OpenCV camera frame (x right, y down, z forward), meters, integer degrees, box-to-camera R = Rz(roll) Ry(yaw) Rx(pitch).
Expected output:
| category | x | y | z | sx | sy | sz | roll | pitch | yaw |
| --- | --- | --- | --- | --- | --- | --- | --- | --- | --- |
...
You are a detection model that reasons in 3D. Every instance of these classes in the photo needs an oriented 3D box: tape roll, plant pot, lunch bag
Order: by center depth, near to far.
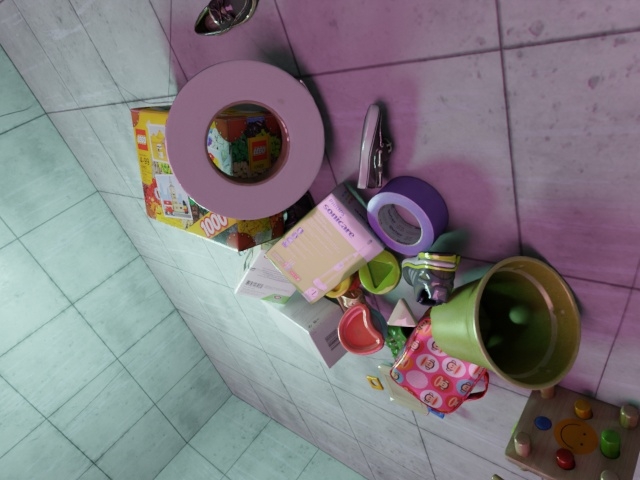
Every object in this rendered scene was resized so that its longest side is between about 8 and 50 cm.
| category | x | y | z | sx | sy | sz | roll | pitch | yaw |
| --- | --- | --- | --- | --- | --- | --- | --- | --- | --- |
| plant pot | 0.399 | 0.192 | 1.036 | 0.276 | 0.276 | 0.254 | 49 | 159 | -4 |
| tape roll | -0.181 | -0.244 | 1.093 | 0.392 | 0.392 | 0.072 | 64 | 174 | -26 |
| tape roll | 0.216 | -0.060 | 1.103 | 0.189 | 0.080 | 0.189 | 30 | 143 | 25 |
| lunch bag | 0.365 | 0.354 | 1.272 | 0.258 | 0.120 | 0.293 | 32 | 122 | 14 |

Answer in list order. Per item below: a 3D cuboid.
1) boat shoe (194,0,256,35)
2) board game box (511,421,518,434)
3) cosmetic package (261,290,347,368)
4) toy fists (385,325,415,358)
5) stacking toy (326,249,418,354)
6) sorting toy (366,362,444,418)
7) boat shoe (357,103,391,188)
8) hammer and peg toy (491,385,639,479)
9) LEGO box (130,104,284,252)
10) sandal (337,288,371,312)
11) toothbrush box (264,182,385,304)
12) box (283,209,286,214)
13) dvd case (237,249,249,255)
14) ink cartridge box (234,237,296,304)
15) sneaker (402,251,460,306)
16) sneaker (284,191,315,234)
| category | x | y | z | sx | sy | sz | roll | pitch | yaw |
| --- | --- | --- | --- | --- | --- | --- | --- | --- | --- |
| boat shoe | -0.239 | -0.557 | 1.084 | 0.223 | 0.073 | 0.080 | -2 | 124 | 50 |
| board game box | 0.657 | 0.566 | 1.316 | 0.092 | 0.043 | 0.181 | 34 | 145 | 19 |
| cosmetic package | -0.054 | 0.297 | 1.659 | 0.365 | 0.155 | 0.197 | 24 | 146 | 52 |
| toy fists | 0.324 | 0.379 | 1.442 | 0.279 | 0.096 | 0.142 | 41 | 148 | 6 |
| stacking toy | 0.163 | 0.174 | 1.345 | 0.279 | 0.130 | 0.309 | -26 | 75 | 31 |
| sorting toy | 0.323 | 0.560 | 1.688 | 0.347 | 0.047 | 0.196 | 7 | 127 | 44 |
| boat shoe | 0.131 | -0.218 | 1.045 | 0.070 | 0.078 | 0.219 | 3 | 134 | 1 |
| hammer and peg toy | 0.582 | 0.512 | 1.050 | 0.266 | 0.361 | 0.127 | 14 | 135 | 41 |
| LEGO box | -0.355 | -0.217 | 1.377 | 0.500 | 0.193 | 0.372 | 17 | 117 | 38 |
| sandal | 0.107 | 0.190 | 1.490 | 0.240 | 0.088 | 0.079 | 50 | 153 | 4 |
| toothbrush box | 0.017 | 0.012 | 1.248 | 0.206 | 0.122 | 0.283 | 46 | 117 | -5 |
| box | -0.178 | -0.112 | 1.482 | 0.101 | 0.087 | 0.102 | -15 | 114 | 54 |
| dvd case | -0.343 | 0.023 | 1.886 | 0.087 | 0.013 | 0.119 | 54 | 145 | -12 |
| ink cartridge box | -0.159 | 0.092 | 1.529 | 0.198 | 0.115 | 0.273 | 17 | 136 | -21 |
| sneaker | 0.263 | 0.104 | 1.107 | 0.111 | 0.121 | 0.300 | 8 | 170 | 4 |
| sneaker | -0.081 | -0.083 | 1.371 | 0.087 | 0.130 | 0.227 | -6 | 119 | 49 |
